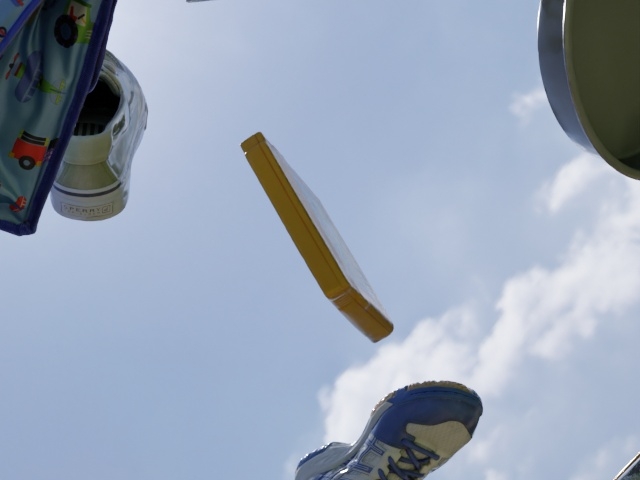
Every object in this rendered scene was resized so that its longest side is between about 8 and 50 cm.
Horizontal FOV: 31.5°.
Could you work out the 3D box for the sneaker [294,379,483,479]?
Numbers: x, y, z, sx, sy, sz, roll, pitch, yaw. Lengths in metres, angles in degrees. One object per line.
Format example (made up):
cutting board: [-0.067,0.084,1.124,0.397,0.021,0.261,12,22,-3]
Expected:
sneaker: [0.077,0.269,1.276,0.112,0.131,0.296,29,-50,-20]

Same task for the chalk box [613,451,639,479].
chalk box: [0.190,0.231,0.559,0.132,0.213,0.132,-31,-24,-38]

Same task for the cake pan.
cake pan: [0.317,-0.206,1.126,0.293,0.054,0.293,-7,-80,-39]

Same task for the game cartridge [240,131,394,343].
game cartridge: [0.000,0.000,1.732,0.053,0.285,0.323,-31,-21,3]

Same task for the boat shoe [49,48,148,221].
boat shoe: [-0.226,-0.134,1.158,0.109,0.302,0.094,2,-56,-13]

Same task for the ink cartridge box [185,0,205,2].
ink cartridge box: [0.054,-0.384,1.017,0.308,0.091,0.385,-21,-18,-44]

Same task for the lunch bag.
lunch bag: [-0.269,-0.189,0.922,0.138,0.221,0.293,10,-57,-43]
